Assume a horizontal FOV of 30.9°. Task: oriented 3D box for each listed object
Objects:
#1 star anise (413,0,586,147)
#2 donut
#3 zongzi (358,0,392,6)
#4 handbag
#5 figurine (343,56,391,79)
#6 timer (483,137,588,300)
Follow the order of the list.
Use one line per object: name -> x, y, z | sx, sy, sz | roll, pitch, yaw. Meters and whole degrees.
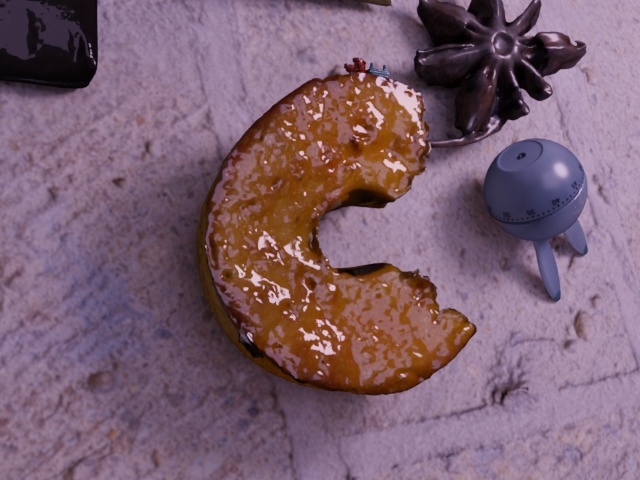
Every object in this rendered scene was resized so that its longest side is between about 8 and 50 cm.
star anise -> 0.250, -0.285, 1.856 | 0.359, 0.139, 0.316 | -1, 66, -13
donut -> 0.000, 0.000, 1.583 | 0.377, 0.163, 0.435 | -2, 81, -25
zongzi -> -0.027, -0.512, 1.782 | 0.317, 0.154, 0.289 | 11, 64, -46
handbag -> -0.404, -0.329, 1.532 | 0.223, 0.080, 0.247 | 5, 71, -27
figurine -> 0.066, -0.201, 1.754 | 0.075, 0.068, 0.140 | 12, 75, -23
timer -> 0.336, -0.048, 1.820 | 0.175, 0.255, 0.175 | -4, 51, 5
